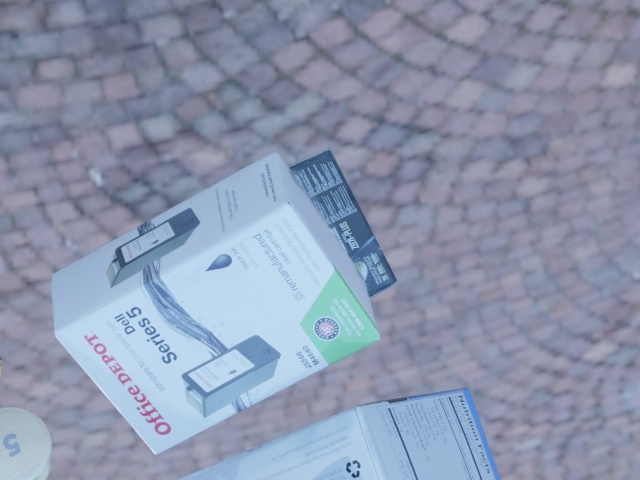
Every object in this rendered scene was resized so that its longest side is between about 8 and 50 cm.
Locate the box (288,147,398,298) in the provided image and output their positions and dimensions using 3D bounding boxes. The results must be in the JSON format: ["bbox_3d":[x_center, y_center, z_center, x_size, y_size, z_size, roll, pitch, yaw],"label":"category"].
[{"bbox_3d":[0.000,0.000,2.076,0.077,0.180,0.147,-26,177,-20],"label":"box"}]

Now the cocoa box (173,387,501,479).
[{"bbox_3d":[0.009,0.325,1.886,0.347,0.231,0.228,-27,166,33],"label":"cocoa box"}]

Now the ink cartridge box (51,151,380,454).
[{"bbox_3d":[-0.108,0.067,1.776,0.273,0.115,0.198,-29,123,9],"label":"ink cartridge box"}]

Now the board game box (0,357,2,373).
[{"bbox_3d":[-0.430,0.212,1.803,0.194,0.060,0.194,-25,144,-41],"label":"board game box"}]

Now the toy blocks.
[{"bbox_3d":[-0.242,0.136,1.204,0.123,0.054,0.148,33,160,1],"label":"toy blocks"}]
